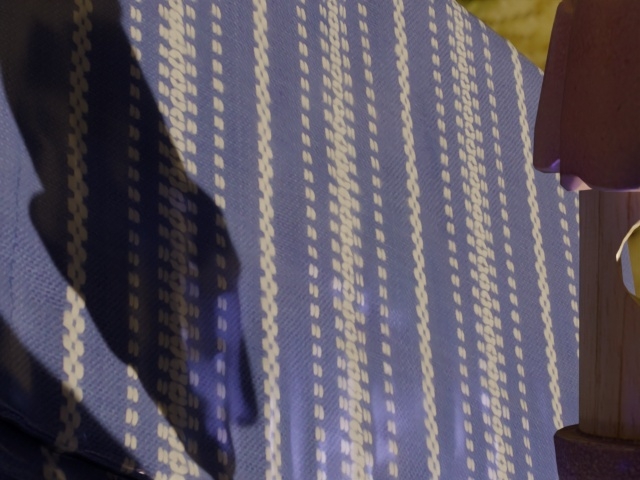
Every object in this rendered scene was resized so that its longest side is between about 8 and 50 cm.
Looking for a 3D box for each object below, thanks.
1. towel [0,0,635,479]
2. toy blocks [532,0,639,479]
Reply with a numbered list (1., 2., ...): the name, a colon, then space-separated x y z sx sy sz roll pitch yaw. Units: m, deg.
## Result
1. towel: 0.000 0.000 0.595 0.040 0.243 0.336 -23 145 32
2. toy blocks: 0.189 -0.010 0.486 0.288 0.309 0.260 -3 93 1
